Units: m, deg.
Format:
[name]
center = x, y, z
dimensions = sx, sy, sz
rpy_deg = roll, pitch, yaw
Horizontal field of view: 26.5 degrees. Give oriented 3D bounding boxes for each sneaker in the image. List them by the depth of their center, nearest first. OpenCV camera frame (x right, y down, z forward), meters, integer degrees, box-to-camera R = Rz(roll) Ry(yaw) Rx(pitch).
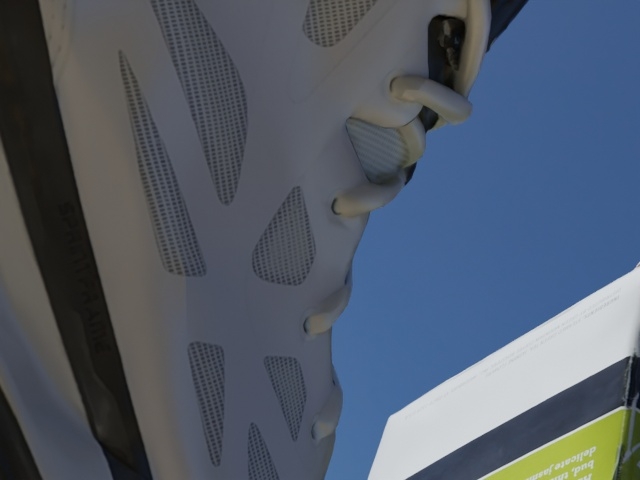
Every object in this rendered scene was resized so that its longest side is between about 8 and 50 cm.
[sneaker]
center = 0.000, 0.000, 0.452
dimensions = 0.169, 0.257, 0.447
rpy_deg = 21, -48, 70

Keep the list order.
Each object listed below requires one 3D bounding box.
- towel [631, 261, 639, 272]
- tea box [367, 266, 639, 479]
[towel]
center = 0.398, 0.066, 1.136
dimensions = 0.053, 0.317, 0.332
rpy_deg = 30, 12, -34
[tea box]
center = 0.182, 0.254, 0.696
dimensions = 0.329, 0.323, 0.220
rpy_deg = 40, -49, -16
